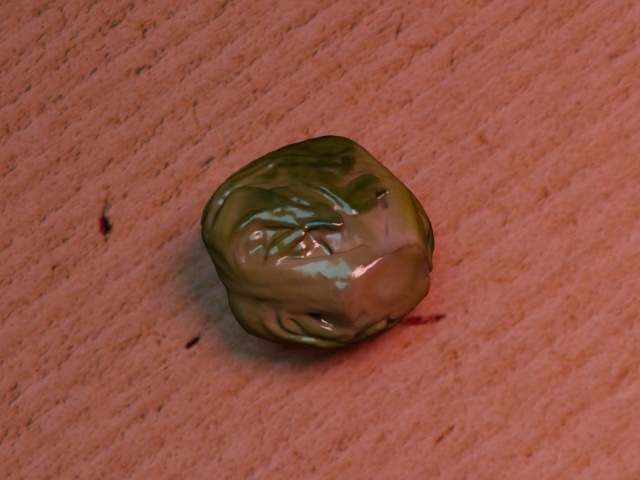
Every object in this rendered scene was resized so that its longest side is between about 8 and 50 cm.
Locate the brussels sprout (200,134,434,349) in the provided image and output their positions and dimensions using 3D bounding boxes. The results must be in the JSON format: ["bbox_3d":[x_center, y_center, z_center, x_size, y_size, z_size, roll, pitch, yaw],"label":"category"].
[{"bbox_3d":[0.000,0.000,1.659,0.223,0.161,0.223,1,47,-1],"label":"brussels sprout"}]
